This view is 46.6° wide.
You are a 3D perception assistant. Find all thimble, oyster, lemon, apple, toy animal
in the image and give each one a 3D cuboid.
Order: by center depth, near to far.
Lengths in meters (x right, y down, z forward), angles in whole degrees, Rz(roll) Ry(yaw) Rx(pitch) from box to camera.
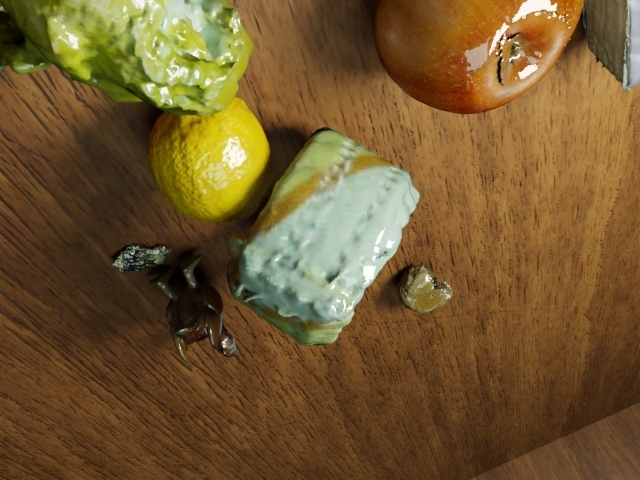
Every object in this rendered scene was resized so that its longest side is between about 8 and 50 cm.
[{"bbox_3d":[0.181,-0.245,0.827,0.235,0.173,0.210,-41,141,20],"label":"apple"},{"bbox_3d":[-0.126,-0.092,0.873,0.142,0.142,0.187,-26,143,2],"label":"lemon"},{"bbox_3d":[0.000,0.000,0.936,0.254,0.167,0.288,-60,177,24],"label":"thimble"},{"bbox_3d":[-0.254,0.029,1.054,0.083,0.019,0.054,-1,139,-28],"label":"oyster"},{"bbox_3d":[-0.175,0.123,1.086,0.089,0.188,0.179,-25,110,7],"label":"toy animal"}]

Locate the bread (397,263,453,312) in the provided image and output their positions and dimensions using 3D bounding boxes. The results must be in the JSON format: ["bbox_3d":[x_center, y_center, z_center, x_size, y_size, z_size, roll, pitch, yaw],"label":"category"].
[{"bbox_3d":[0.180,0.087,1.340,0.082,0.060,0.113,-36,141,15],"label":"bread"}]

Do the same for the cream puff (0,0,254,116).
[{"bbox_3d":[-0.187,-0.193,0.606,0.185,0.282,0.282,-37,143,4],"label":"cream puff"}]

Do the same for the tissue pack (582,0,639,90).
[{"bbox_3d":[0.494,-0.364,0.895,0.343,0.125,0.242,-28,144,5],"label":"tissue pack"}]
